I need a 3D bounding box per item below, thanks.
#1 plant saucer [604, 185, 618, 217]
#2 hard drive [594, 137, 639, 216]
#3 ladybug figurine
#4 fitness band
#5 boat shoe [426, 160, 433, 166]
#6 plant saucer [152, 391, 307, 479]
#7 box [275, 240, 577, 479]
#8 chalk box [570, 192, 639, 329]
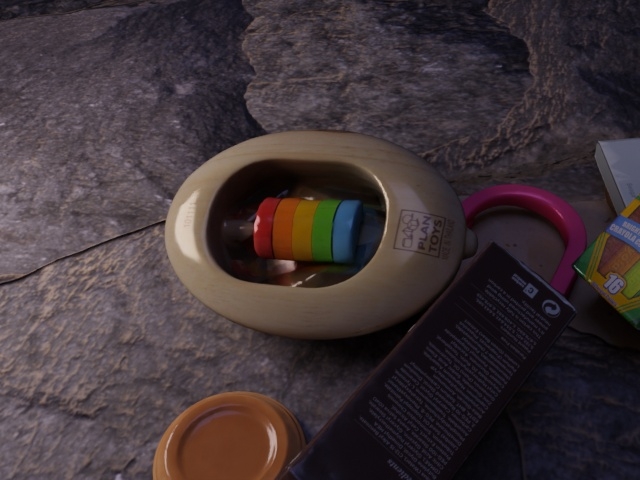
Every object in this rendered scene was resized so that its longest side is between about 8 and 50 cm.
[{"bbox_3d":[0.555,-0.079,1.262,0.198,0.036,0.199,-3,45,3],"label":"plant saucer"},{"bbox_3d":[0.599,-0.090,1.213,0.307,0.040,0.203,-4,45,3],"label":"hard drive"},{"bbox_3d":[0.000,0.000,1.137,0.449,0.162,0.305,7,72,21],"label":"ladybug figurine"},{"bbox_3d":[0.274,0.026,1.185,0.208,0.054,0.291,19,52,24],"label":"fitness band"},{"bbox_3d":[0.041,-0.089,1.296,0.302,0.103,0.113,15,62,20],"label":"boat shoe"},{"bbox_3d":[-0.115,0.271,1.008,0.199,0.037,0.200,-4,46,4],"label":"plant saucer"},{"bbox_3d":[0.113,0.194,0.924,0.143,0.191,0.381,40,59,9],"label":"box"},{"bbox_3d":[0.466,0.013,1.044,0.213,0.132,0.132,-51,47,14],"label":"chalk box"}]
